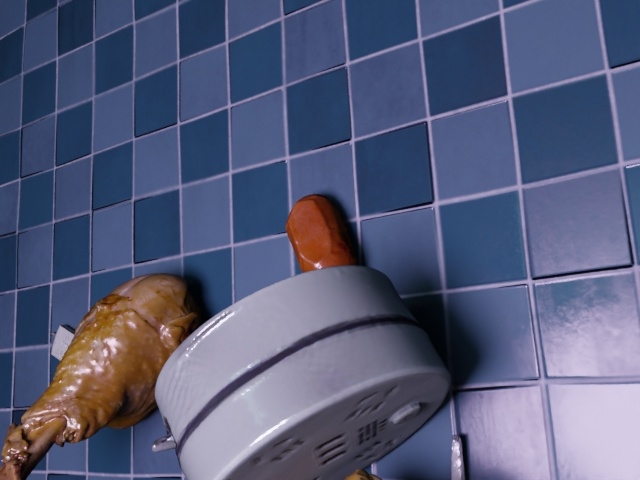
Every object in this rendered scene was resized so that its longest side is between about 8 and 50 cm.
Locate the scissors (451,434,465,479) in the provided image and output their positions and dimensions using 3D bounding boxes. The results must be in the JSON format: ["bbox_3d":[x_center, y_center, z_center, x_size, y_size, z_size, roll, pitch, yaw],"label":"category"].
[{"bbox_3d":[0.175,0.355,0.920,0.110,0.021,0.212,-5,79,38],"label":"scissors"}]

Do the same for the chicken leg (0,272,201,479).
[{"bbox_3d":[-0.343,0.247,1.162,0.182,0.409,0.295,30,139,9],"label":"chicken leg"}]

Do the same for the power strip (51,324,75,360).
[{"bbox_3d":[-0.449,0.220,1.382,0.252,0.027,0.060,20,94,36],"label":"power strip"}]

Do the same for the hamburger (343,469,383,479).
[{"bbox_3d":[0.063,0.422,0.822,0.158,0.318,0.318,8,86,-7],"label":"hamburger"}]

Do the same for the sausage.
[{"bbox_3d":[0.000,0.000,1.068,0.089,0.089,0.179,-42,51,23],"label":"sausage"}]

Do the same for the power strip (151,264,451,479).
[{"bbox_3d":[-0.029,0.198,0.889,0.357,0.357,0.161,-43,59,22],"label":"power strip"}]
